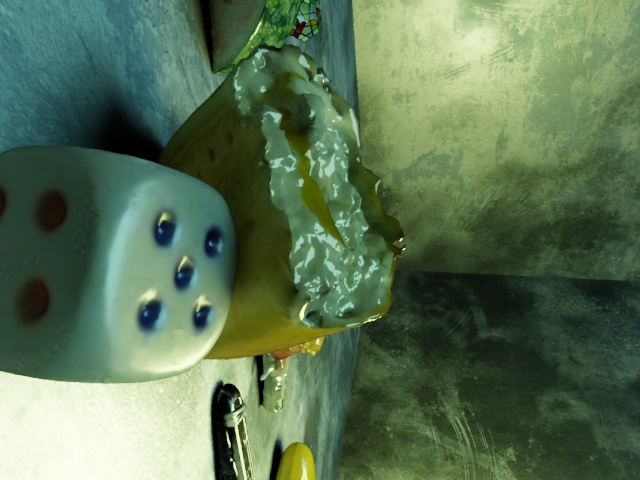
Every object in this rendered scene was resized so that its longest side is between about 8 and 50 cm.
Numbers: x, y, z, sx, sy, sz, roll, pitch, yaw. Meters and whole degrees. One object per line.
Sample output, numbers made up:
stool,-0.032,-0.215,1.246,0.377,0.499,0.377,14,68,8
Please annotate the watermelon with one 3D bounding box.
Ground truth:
watermelon,-0.128,-0.442,0.929,0.176,0.256,0.260,49,20,8

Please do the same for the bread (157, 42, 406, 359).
bread,-0.079,-0.019,0.695,0.250,0.394,0.361,0,70,-39

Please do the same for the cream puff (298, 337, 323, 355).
cream puff,-0.041,0.285,1.524,0.165,0.115,0.150,25,74,-87

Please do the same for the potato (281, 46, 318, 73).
potato,-0.093,-0.324,1.045,0.137,0.154,0.200,30,90,-47

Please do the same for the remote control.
remote control,-0.179,0.432,1.015,0.090,0.066,0.266,-59,149,-74

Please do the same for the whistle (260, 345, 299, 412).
whistle,-0.104,0.283,1.223,0.142,0.133,0.346,-79,175,-73

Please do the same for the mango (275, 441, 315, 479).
mango,-0.073,0.775,1.396,0.195,0.142,0.332,79,15,-63

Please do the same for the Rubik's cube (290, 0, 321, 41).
Rubik's cube,-0.057,-0.614,1.304,0.112,0.133,0.133,45,43,-40

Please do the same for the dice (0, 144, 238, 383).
dice,-0.207,0.025,0.456,0.194,0.193,0.192,19,76,-65
